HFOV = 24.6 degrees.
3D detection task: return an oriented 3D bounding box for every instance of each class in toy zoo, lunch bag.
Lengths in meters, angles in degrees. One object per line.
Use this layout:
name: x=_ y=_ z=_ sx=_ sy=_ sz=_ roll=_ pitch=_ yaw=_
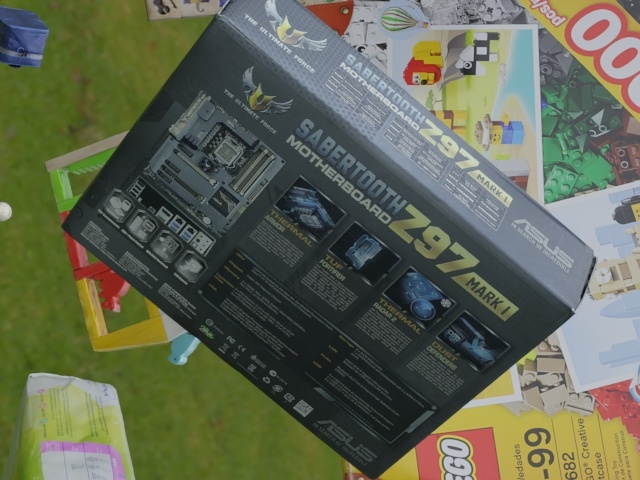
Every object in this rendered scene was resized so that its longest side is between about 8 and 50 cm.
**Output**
toy zoo: x=-0.211 y=0.010 z=1.775 sx=0.030 sy=0.192 sz=0.293 roll=27 pitch=45 yaw=-72
lunch bag: x=-0.418 y=-0.275 z=2.020 sx=0.098 sy=0.067 sz=0.065 roll=48 pitch=-53 yaw=51

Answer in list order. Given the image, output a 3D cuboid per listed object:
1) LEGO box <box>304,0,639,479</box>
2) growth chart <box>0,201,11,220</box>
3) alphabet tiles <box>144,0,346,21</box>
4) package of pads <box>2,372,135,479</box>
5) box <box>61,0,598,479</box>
LEGO box: x=0.184 y=0.025 z=1.343 sx=0.193 sy=0.372 sz=0.500 roll=82 pitch=1 yaw=-69
growth chart: x=-0.355 y=-0.050 z=1.148 sx=0.172 sy=0.237 sz=0.021 roll=0 pitch=105 yaw=-54
alphabet tiles: x=-0.094 y=-0.317 z=1.726 sx=0.009 sy=0.237 sz=0.198 roll=111 pitch=-30 yaw=-64
package of pads: x=-0.244 y=0.277 z=1.349 sx=0.296 sy=0.101 sz=0.229 roll=-122 pitch=-135 yaw=-65
box: x=0.000 y=0.000 z=0.780 sx=0.232 sy=0.183 sz=0.059 roll=39 pitch=40 yaw=-5
